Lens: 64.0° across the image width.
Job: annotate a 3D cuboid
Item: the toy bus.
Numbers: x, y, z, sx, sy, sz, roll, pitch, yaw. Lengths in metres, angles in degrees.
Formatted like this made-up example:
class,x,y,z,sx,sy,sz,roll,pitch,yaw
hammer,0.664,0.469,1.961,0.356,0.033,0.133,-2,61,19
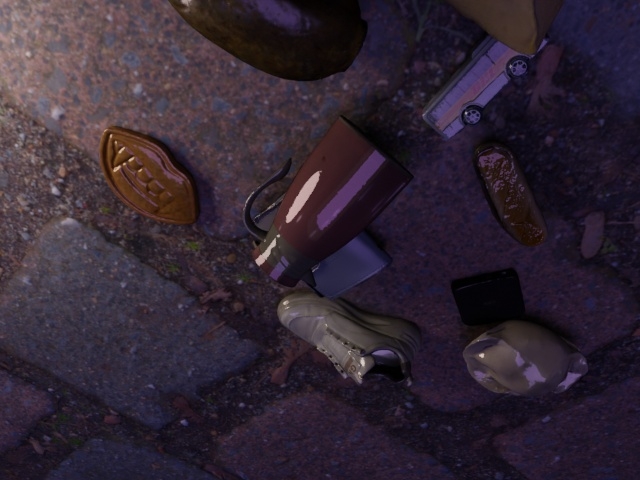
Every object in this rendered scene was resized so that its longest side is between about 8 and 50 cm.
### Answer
class,x,y,z,sx,sy,sz,roll,pitch,yaw
toy bus,0.230,-0.232,0.734,0.075,0.064,0.190,37,123,-6

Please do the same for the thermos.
class,x,y,z,sx,sy,sz,roll,pitch,yaw
thermos,-0.007,-0.055,0.797,0.176,0.146,0.265,41,104,-7

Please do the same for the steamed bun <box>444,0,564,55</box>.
class,x,y,z,sx,sy,sz,roll,pitch,yaw
steamed bun,0.222,-0.363,0.584,0.231,0.110,0.212,34,112,-5

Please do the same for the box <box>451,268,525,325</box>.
class,x,y,z,sx,sy,sz,roll,pitch,yaw
box,0.331,0.115,1.010,0.126,0.027,0.125,-15,127,16

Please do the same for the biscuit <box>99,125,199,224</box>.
class,x,y,z,sx,sy,sz,roll,pitch,yaw
biscuit,-0.305,-0.107,0.909,0.142,0.029,0.221,-23,122,22

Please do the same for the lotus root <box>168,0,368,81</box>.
class,x,y,z,sx,sy,sz,roll,pitch,yaw
lotus root,-0.075,-0.302,0.654,0.275,0.160,0.152,23,116,-11

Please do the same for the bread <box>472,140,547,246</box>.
class,x,y,z,sx,sy,sz,roll,pitch,yaw
bread,0.310,-0.076,0.847,0.073,0.053,0.214,-27,117,20

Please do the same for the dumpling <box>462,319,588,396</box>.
class,x,y,z,sx,sy,sz,roll,pitch,yaw
dumpling,0.408,0.243,1.030,0.250,0.132,0.162,13,124,-3

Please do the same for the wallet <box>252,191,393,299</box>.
class,x,y,z,sx,sy,sz,roll,pitch,yaw
wallet,0.000,0.000,0.934,0.170,0.069,0.231,-36,110,24

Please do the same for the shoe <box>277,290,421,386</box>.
class,x,y,z,sx,sy,sz,roll,pitch,yaw
shoe,0.060,0.216,1.036,0.316,0.159,0.124,14,129,-8
